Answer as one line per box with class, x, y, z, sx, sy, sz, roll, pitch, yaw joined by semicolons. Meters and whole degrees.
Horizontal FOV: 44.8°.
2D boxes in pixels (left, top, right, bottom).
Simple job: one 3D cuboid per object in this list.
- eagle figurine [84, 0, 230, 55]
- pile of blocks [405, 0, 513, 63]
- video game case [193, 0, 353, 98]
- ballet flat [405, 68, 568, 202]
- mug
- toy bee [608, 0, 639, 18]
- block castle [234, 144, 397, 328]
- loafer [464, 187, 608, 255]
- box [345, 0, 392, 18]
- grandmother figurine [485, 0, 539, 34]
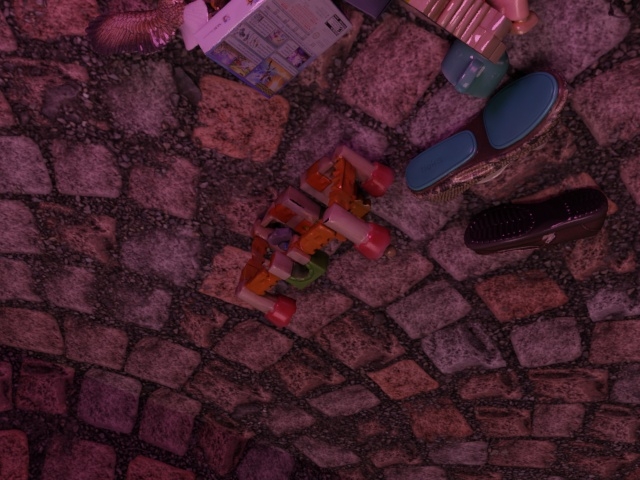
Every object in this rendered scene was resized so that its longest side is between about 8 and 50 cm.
eagle figurine;-0.341;-0.488;1.616;0.298;0.226;0.225;13;156;-11
pile of blocks;0.231;-0.485;1.503;0.362;0.149;0.113;28;107;-23
video game case;-0.088;-0.426;1.574;0.244;0.061;0.269;-39;158;13
ballet flat;0.408;-0.227;1.806;0.182;0.164;0.482;13;146;-36
mug;0.336;-0.372;1.642;0.129;0.158;0.097;11;134;-23
toy bee;0.540;-0.519;1.428;0.298;0.162;0.195;22;121;-17
block castle;0.000;0.000;1.973;0.212;0.303;0.453;31;133;-23
loafer;0.552;-0.018;1.985;0.365;0.134;0.130;-12;132;20
box;0.069;-0.576;1.547;0.232;0.059;0.183;26;134;-18
grandmother figurine;0.325;-0.564;1.496;0.207;0.104;0.342;-5;132;19
